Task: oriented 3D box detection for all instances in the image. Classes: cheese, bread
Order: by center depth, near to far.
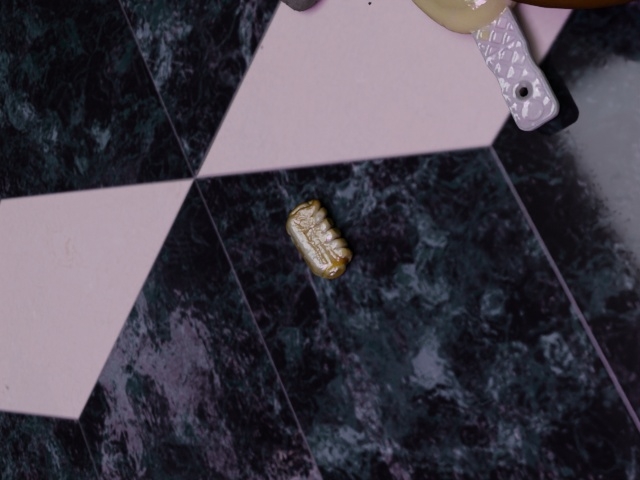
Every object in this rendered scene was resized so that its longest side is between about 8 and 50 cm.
[{"bbox_3d":[0.147,-0.216,0.796,0.127,0.050,0.256,-33,73,31],"label":"cheese"},{"bbox_3d":[0.000,0.000,0.912,0.049,0.033,0.088,-40,72,14],"label":"bread"}]

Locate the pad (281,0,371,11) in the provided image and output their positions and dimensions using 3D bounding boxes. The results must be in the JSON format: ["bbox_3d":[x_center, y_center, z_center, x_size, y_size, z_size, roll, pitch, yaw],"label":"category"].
[{"bbox_3d":[0.027,-0.332,0.859,0.250,0.055,0.323,-60,39,20],"label":"pad"}]

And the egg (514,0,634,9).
[{"bbox_3d":[0.209,-0.311,0.607,0.351,0.282,0.283,-21,79,30],"label":"egg"}]
